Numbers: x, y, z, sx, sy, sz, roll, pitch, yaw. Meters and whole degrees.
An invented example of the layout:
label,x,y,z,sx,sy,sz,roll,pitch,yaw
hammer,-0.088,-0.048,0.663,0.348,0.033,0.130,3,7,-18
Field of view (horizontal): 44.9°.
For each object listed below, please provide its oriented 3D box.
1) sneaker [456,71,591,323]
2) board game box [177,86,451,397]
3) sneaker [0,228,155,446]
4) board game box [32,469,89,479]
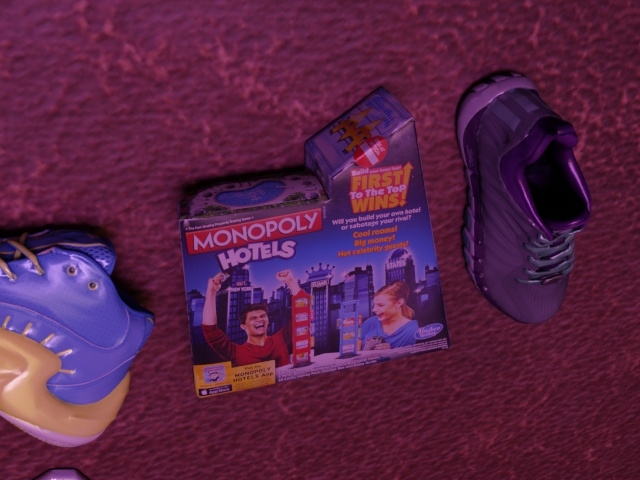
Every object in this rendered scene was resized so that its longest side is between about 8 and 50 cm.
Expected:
label,x,y,z,sx,sy,sz,roll,pitch,yaw
sneaker,0.153,-0.004,0.557,0.083,0.098,0.224,-25,126,-4
board game box,0.000,0.000,0.528,0.194,0.060,0.194,-8,123,-15
sneaker,-0.203,0.023,0.466,0.240,0.091,0.126,41,83,-35
board game box,-0.273,0.415,0.698,0.390,0.050,0.390,-32,126,1
